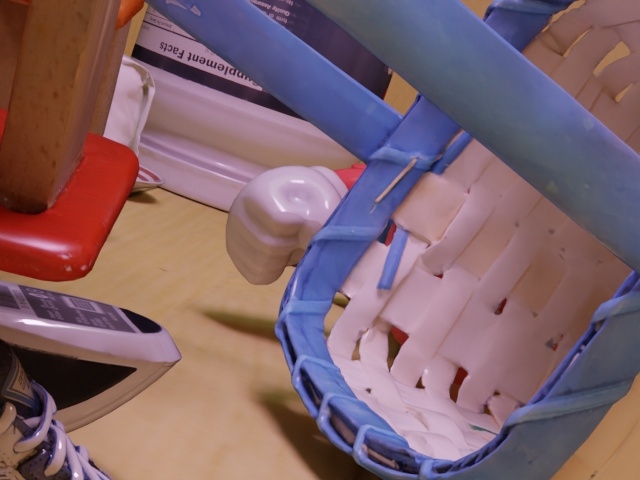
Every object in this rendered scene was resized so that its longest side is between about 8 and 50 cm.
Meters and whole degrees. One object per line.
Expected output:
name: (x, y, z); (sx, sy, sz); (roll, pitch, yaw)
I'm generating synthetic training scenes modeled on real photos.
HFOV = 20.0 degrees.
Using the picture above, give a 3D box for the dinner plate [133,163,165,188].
dinner plate: (-0.171, -0.055, 1.185); (0.141, 0.017, 0.141); (19, 5, -2)

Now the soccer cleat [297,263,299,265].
soccer cleat: (0.000, 0.000, 1.137); (0.083, 0.035, 0.029); (14, 8, -43)

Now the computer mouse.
computer mouse: (-0.131, 0.025, 0.464); (0.193, 0.042, 0.106); (12, 3, -14)

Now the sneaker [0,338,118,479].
sneaker: (-0.064, 0.049, 0.357); (0.135, 0.058, 0.052); (17, 6, -26)

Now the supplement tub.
supplement tub: (-0.033, -0.160, 1.349); (0.191, 0.272, 0.191); (19, 6, -2)

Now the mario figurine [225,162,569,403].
mario figurine: (0.067, 0.031, 0.873); (0.198, 0.170, 0.320); (-17, -5, -1)

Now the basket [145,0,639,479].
basket: (0.060, -0.018, 0.584); (0.289, 0.201, 0.255); (40, -2, -16)

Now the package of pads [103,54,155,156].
package of pads: (-0.258, -0.104, 0.942); (0.296, 0.101, 0.229); (15, 7, -31)

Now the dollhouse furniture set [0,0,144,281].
dollhouse furniture set: (-0.163, -0.040, 0.350); (0.259, 0.135, 0.262); (16, 17, -1)
